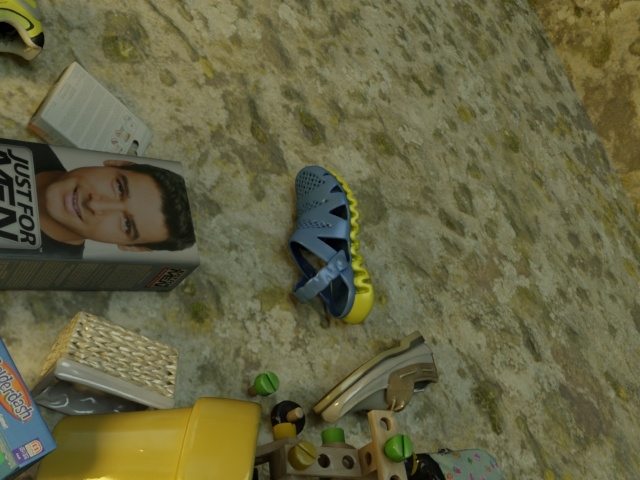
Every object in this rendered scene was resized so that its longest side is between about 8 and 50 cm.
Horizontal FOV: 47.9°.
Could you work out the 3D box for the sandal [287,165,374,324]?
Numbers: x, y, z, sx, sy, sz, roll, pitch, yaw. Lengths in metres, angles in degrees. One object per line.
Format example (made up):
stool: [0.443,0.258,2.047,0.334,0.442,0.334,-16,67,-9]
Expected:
sandal: [0.000,0.000,1.327,0.138,0.126,0.318,3,61,-34]

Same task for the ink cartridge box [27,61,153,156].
ink cartridge box: [-0.376,-0.187,1.198,0.179,0.045,0.145,46,40,-34]

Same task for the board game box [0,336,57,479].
board game box: [-0.384,0.198,0.813,0.047,0.210,0.160,-24,81,-45]

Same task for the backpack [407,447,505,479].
backpack: [0.233,0.432,1.250,0.182,0.115,0.152,7,57,-40]

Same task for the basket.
basket: [-0.286,0.181,0.976,0.167,0.113,0.103,27,47,-26]

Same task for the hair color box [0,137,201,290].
hair color box: [-0.374,-0.032,1.035,0.374,0.113,0.185,4,61,-39]

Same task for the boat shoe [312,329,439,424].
boat shoe: [0.114,0.255,1.263,0.302,0.113,0.103,-22,74,-46]

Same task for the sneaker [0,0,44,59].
sneaker: [-0.574,-0.326,1.033,0.384,0.145,0.147,-24,80,-44]

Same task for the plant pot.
plant pot: [-0.204,0.309,0.863,0.238,0.254,0.254,8,55,-4]

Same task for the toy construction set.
toy construction set: [0.002,0.354,1.017,0.257,0.237,0.309,37,47,-16]
